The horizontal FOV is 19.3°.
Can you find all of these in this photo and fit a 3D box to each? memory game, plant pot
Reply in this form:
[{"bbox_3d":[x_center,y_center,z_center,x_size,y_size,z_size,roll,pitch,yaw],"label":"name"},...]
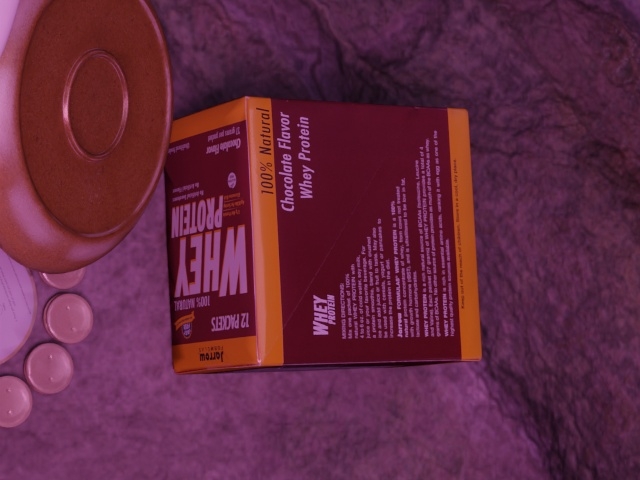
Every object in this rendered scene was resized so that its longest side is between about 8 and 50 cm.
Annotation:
[{"bbox_3d":[-0.243,0.043,1.308,0.186,0.012,0.186,4,83,-32],"label":"memory game"},{"bbox_3d":[-0.164,-0.093,1.293,0.236,0.032,0.236,-19,112,-60],"label":"plant pot"}]

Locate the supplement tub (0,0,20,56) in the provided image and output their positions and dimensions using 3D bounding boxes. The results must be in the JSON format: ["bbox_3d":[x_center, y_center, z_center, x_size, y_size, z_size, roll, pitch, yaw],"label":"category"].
[{"bbox_3d":[-0.366,-0.185,1.126,0.331,0.241,0.241,20,74,-28],"label":"supplement tub"}]

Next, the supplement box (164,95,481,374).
[{"bbox_3d":[0.000,0.000,1.395,0.194,0.129,0.191,0,84,-32],"label":"supplement box"}]
